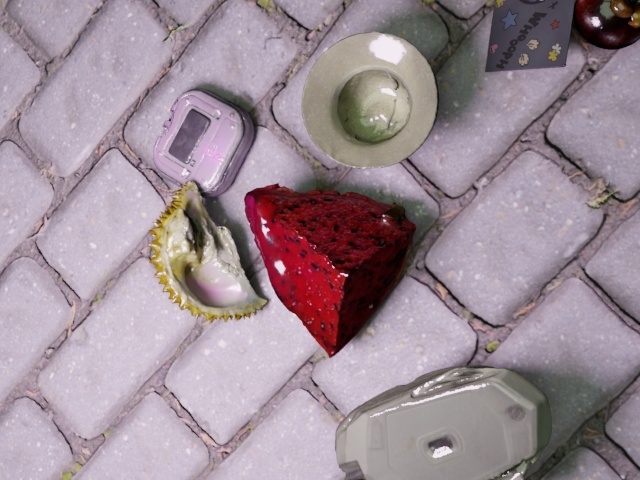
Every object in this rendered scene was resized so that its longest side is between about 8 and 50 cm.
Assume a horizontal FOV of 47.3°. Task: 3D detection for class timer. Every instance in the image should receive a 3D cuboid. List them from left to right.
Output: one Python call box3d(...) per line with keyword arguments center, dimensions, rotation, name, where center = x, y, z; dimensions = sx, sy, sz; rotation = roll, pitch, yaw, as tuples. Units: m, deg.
box3d(center=(-0.247, -0.203, 1.522), dimensions=(0.191, 0.069, 0.208), rotation=(29, 99, 18), name="timer")

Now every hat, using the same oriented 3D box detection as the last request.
box3d(center=(0.105, -0.252, 1.384), dimensions=(0.257, 0.130, 0.257), rotation=(0, 89, 17), name="hat")

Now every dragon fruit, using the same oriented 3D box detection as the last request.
box3d(center=(0.000, 0.000, 1.360), dimensions=(0.330, 0.240, 0.302), rotation=(41, 82, 6), name="dragon fruit")

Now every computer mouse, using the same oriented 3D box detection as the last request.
box3d(center=(0.225, 0.353, 1.340), dimensions=(0.429, 0.145, 0.228), rotation=(-29, 89, 26), name="computer mouse")

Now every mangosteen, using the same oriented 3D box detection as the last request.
box3d(center=(0.510, -0.399, 1.261), dimensions=(0.140, 0.140, 0.140), rotation=(0, 89, 17), name="mangosteen")

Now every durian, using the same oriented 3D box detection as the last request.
box3d(center=(-0.247, 0.036, 1.459), dimensions=(0.167, 0.172, 0.306), rotation=(-23, 88, 11), name="durian")

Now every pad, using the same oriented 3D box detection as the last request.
box3d(center=(0.386, -0.431, 1.326), dimensions=(0.170, 0.006, 0.245), rotation=(10, 92, 45), name="pad")
